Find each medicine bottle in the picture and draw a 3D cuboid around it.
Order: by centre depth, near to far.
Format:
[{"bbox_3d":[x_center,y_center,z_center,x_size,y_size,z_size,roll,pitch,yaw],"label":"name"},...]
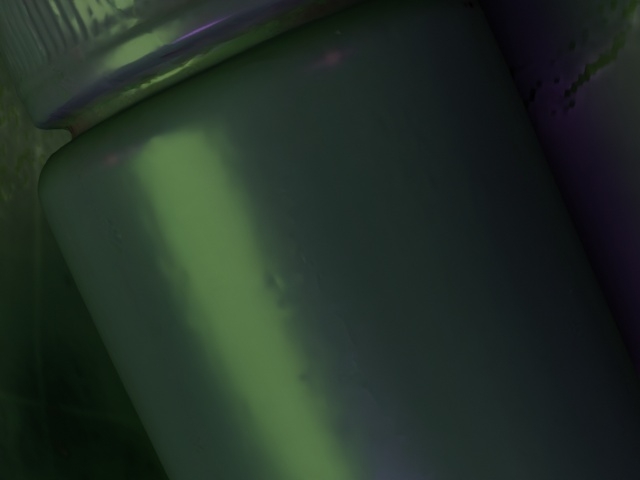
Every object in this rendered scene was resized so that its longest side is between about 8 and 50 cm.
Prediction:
[{"bbox_3d":[0.000,0.000,0.377,0.139,0.139,0.225,-19,97,45],"label":"medicine bottle"}]
